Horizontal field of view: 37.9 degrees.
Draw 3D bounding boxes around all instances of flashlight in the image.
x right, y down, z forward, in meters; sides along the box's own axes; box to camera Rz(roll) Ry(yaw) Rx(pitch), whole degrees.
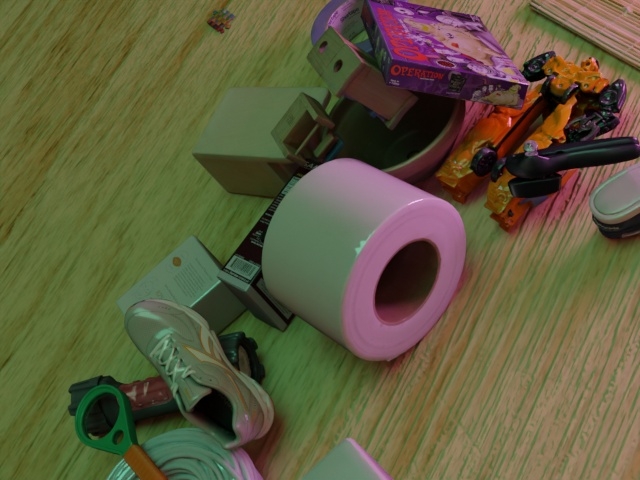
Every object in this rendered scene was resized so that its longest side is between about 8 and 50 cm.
[{"bbox_3d":[-0.241,0.220,1.424,0.304,0.103,0.103,-14,67,16],"label":"flashlight"}]

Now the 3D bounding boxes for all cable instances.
[{"bbox_3d":[-0.194,0.386,1.291,0.257,0.089,0.257,-38,46,0],"label":"cable"}]

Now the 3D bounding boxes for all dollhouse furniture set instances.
[{"bbox_3d":[0.026,-0.208,1.446,0.184,0.129,0.129,-50,41,18],"label":"dollhouse furniture set"}]

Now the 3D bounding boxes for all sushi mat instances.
[{"bbox_3d":[0.492,-0.370,1.507,0.151,0.019,0.316,-40,48,-4],"label":"sushi mat"}]

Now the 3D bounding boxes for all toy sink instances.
[{"bbox_3d":[-0.073,-0.165,1.600,0.234,0.131,0.153,6,60,38],"label":"toy sink"}]

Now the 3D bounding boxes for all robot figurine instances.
[{"bbox_3d":[0.322,-0.160,1.405,0.291,0.085,0.211,-46,48,-7],"label":"robot figurine"}]

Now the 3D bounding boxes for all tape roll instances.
[{"bbox_3d":[0.063,0.025,1.306,0.169,0.246,0.246,29,74,41],"label":"tape roll"},{"bbox_3d":[0.083,-0.377,1.702,0.189,0.080,0.189,-16,50,20],"label":"tape roll"}]

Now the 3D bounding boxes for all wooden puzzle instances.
[{"bbox_3d":[-0.213,-0.471,1.986,0.049,0.006,0.083,-43,47,-5],"label":"wooden puzzle"}]

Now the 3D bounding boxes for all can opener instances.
[{"bbox_3d":[0.348,-0.114,1.291,0.186,0.073,0.059,-15,36,10],"label":"can opener"}]

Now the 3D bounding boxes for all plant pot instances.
[{"bbox_3d":[0.130,-0.167,1.496,0.237,0.110,0.237,-17,49,20],"label":"plant pot"}]

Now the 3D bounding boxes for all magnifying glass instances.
[{"bbox_3d":[-0.281,0.289,1.334,0.092,0.026,0.231,-52,47,-3],"label":"magnifying glass"}]

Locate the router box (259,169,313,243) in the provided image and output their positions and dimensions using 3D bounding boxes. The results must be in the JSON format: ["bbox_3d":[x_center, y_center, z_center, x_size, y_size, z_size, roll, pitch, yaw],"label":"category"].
[{"bbox_3d":[0.000,0.000,1.402,0.046,0.179,0.133,24,71,41],"label":"router box"}]

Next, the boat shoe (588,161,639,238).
[{"bbox_3d":[0.489,-0.078,1.255,0.254,0.079,0.095,-31,49,9],"label":"boat shoe"}]

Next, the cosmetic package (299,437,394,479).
[{"bbox_3d":[0.115,0.390,0.865,0.161,0.453,0.230,-42,47,-4],"label":"cosmetic package"}]

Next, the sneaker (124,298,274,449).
[{"bbox_3d":[-0.178,0.182,1.287,0.262,0.121,0.099,41,103,7],"label":"sneaker"}]

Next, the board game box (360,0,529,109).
[{"bbox_3d":[0.183,-0.303,1.461,0.208,0.056,0.347,5,29,-8],"label":"board game box"}]

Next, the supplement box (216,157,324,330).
[{"bbox_3d":[-0.041,0.005,1.456,0.073,0.130,0.239,24,70,39],"label":"supplement box"}]

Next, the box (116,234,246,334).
[{"bbox_3d":[-0.222,0.101,1.513,0.170,0.091,0.130,-41,47,-3],"label":"box"}]
